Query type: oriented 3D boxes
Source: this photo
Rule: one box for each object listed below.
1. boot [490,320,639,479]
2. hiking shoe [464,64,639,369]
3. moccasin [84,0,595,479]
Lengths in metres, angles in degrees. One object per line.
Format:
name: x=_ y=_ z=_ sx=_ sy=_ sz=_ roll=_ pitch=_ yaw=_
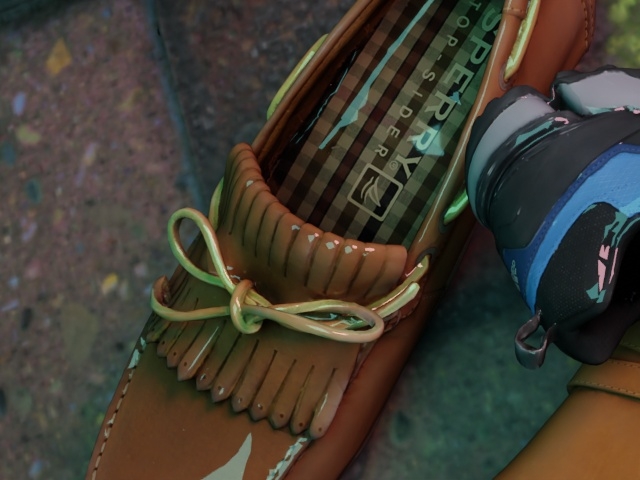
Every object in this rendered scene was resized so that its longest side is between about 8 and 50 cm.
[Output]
boot: x=0.122 y=0.102 z=0.848 sx=0.283 sy=0.109 sz=0.220 roll=10 pitch=78 yaw=28
hiking shoe: x=0.220 y=-0.030 z=0.796 sx=0.304 sy=0.113 sz=0.132 roll=-20 pitch=48 yaw=6
moccasin: x=0.002 y=0.002 z=0.887 sx=0.139 sy=0.147 sz=0.380 roll=39 pitch=94 yaw=22
